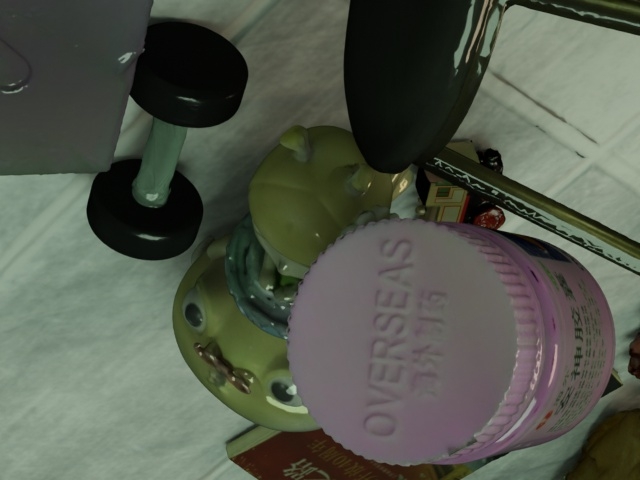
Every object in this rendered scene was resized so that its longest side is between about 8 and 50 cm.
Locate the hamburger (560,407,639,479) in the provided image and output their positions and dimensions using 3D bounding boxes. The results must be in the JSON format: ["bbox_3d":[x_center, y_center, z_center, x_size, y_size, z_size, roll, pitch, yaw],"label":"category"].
[{"bbox_3d":[0.380,0.339,1.853,0.145,0.283,0.259,13,145,-20],"label":"hamburger"}]

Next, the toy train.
[{"bbox_3d":[0.128,-0.033,1.547,0.087,0.050,0.138,-2,137,-11],"label":"toy train"}]

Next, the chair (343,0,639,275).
[{"bbox_3d":[0.248,-0.170,1.211,0.410,0.361,0.364,9,149,-13],"label":"chair"}]

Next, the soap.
[{"bbox_3d":[-0.267,-0.185,1.206,0.285,0.107,0.296,-2,136,-21],"label":"soap"}]

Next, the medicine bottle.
[{"bbox_3d":[0.105,0.075,1.226,0.178,0.178,0.291,-34,164,17],"label":"medicine bottle"}]

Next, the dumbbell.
[{"bbox_3d":[-0.129,-0.079,1.367,0.100,0.100,0.191,2,135,-21],"label":"dumbbell"}]

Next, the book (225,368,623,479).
[{"bbox_3d":[0.118,0.191,1.798,0.374,0.028,0.262,-33,138,15],"label":"book"}]

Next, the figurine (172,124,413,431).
[{"bbox_3d":[0.000,0.000,1.399,0.274,0.227,0.394,-51,169,-21],"label":"figurine"}]

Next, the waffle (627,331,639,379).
[{"bbox_3d":[0.454,0.115,1.794,0.234,0.055,0.221,14,137,-21],"label":"waffle"}]
